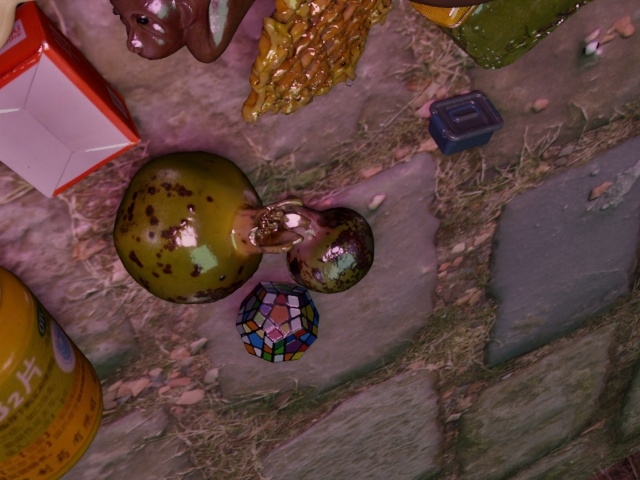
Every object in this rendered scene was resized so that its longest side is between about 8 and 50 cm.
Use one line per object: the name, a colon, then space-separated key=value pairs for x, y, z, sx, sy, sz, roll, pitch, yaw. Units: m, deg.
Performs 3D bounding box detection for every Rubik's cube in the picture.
Rubik's cube: x=-0.066 y=0.125 z=1.412 sx=0.112 sy=0.133 sz=0.133 roll=-38 pitch=150 yaw=-38

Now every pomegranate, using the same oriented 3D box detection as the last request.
pomegranate: x=0.004 y=-0.002 z=1.345 sx=0.138 sy=0.163 sz=0.125 roll=-32 pitch=-177 yaw=21
pomegranate: x=-0.135 y=-0.024 z=1.136 sx=0.246 sy=0.198 sz=0.198 roll=-23 pitch=143 yaw=11

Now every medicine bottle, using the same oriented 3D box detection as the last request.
medicine bottle: x=-0.430 y=0.135 z=1.079 sx=0.224 sy=0.224 sz=0.384 roll=-28 pitch=140 yaw=-7

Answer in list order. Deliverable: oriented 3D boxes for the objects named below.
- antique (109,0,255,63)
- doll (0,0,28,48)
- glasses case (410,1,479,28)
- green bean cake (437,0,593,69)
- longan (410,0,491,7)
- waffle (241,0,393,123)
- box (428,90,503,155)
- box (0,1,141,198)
antique: x=-0.116 y=-0.298 z=0.929 sx=0.257 sy=0.121 sz=0.143 roll=-48 pitch=139 yaw=15
doll: x=-0.289 y=-0.262 z=0.837 sx=0.296 sy=0.141 sz=0.117 roll=-40 pitch=180 yaw=11
glasses case: x=0.188 y=-0.343 z=1.005 sx=0.234 sy=0.079 sz=0.064 roll=-57 pitch=157 yaw=8
green bean cake: x=0.233 y=-0.337 z=1.135 sx=0.214 sy=0.113 sz=0.200 roll=-40 pitch=139 yaw=12
longan: x=0.115 y=-0.366 z=0.849 sx=0.300 sy=0.243 sz=0.300 roll=-18 pitch=126 yaw=-27
waffle: x=0.005 y=-0.248 z=1.052 sx=0.245 sy=0.052 sz=0.254 roll=-35 pitch=160 yaw=-43
box: x=0.208 y=-0.169 z=1.334 sx=0.099 sy=0.074 sz=0.054 roll=-17 pitch=152 yaw=-20
box: x=-0.302 y=-0.149 z=0.973 sx=0.133 sy=0.099 sz=0.182 roll=-35 pitch=143 yaw=5
